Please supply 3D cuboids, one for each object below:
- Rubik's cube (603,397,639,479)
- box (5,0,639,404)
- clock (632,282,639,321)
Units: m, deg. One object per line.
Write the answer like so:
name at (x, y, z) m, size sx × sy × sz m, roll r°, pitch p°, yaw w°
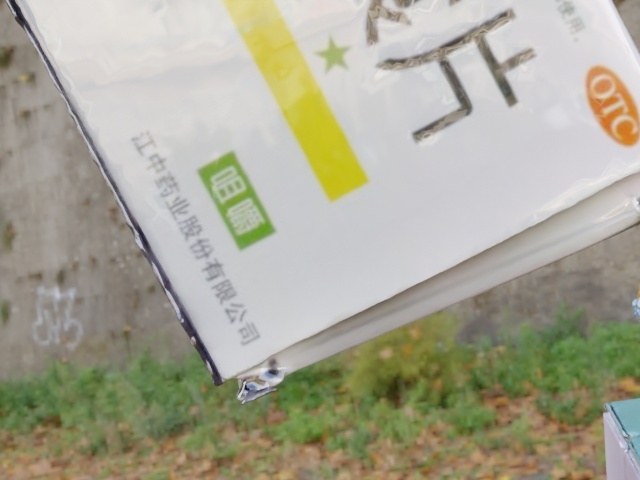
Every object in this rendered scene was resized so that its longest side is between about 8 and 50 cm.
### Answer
Rubik's cube at (0.421, 0.291, 1.046) m, size 0.231 × 0.221 × 0.224 m, roll -8°, pitch 21°, yaw 3°
box at (-0.021, -0.125, 0.395) m, size 0.173 × 0.332 × 0.145 m, roll -28°, pitch 2°, yaw 10°
clock at (0.360, 0.027, 0.993) m, size 0.103 × 0.144 × 0.231 m, roll 24°, pitch 0°, yaw 30°
